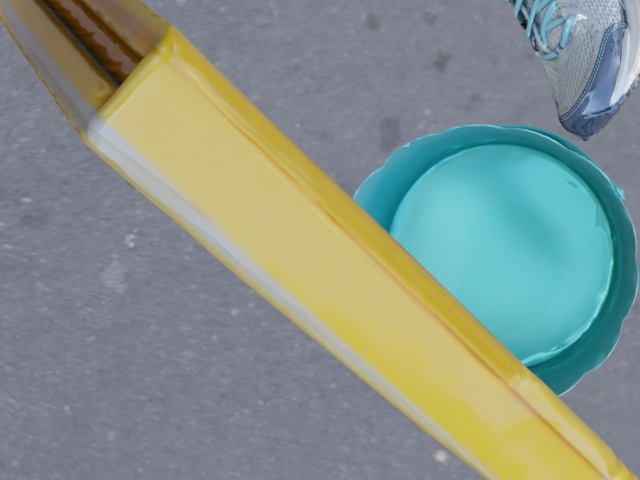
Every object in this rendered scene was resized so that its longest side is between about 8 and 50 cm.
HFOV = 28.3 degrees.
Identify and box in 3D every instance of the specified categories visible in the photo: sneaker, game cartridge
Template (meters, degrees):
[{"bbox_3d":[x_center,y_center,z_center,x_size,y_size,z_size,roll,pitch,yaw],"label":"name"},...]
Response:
[{"bbox_3d":[0.184,-0.203,1.024,0.122,0.110,0.283,16,53,-19],"label":"sneaker"},{"bbox_3d":[0.000,0.000,0.577,0.324,0.285,0.052,40,92,-29],"label":"game cartridge"}]

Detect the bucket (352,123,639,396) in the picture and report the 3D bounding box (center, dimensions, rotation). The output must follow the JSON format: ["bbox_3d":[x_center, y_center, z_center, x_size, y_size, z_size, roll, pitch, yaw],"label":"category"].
[{"bbox_3d":[0.161,0.020,1.213,0.281,0.183,0.281,1,93,12],"label":"bucket"}]
